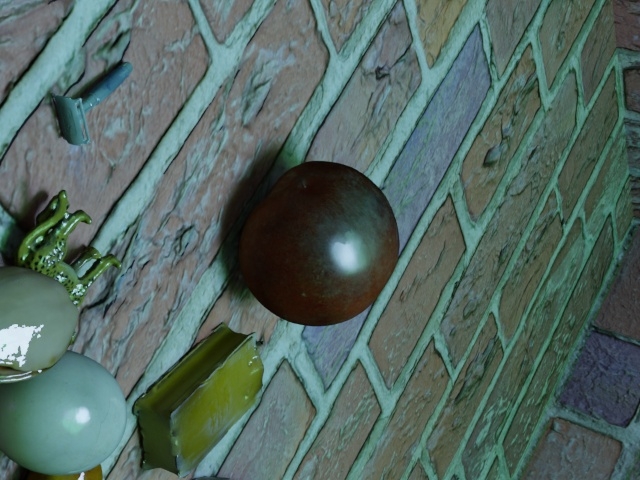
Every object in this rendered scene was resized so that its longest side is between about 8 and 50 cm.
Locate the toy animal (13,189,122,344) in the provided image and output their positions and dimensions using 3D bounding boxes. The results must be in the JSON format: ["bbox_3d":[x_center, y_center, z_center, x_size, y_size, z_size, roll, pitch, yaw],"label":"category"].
[{"bbox_3d":[-0.320,0.033,1.521,0.136,0.073,0.181,-52,150,-22],"label":"toy animal"}]

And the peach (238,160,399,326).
[{"bbox_3d":[0.000,0.000,1.928,0.252,0.252,0.252,-39,138,-47],"label":"peach"}]

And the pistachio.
[{"bbox_3d":[-0.362,0.096,1.399,0.215,0.144,0.144,-14,117,-53],"label":"pistachio"}]

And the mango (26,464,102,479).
[{"bbox_3d":[-0.339,0.338,1.646,0.165,0.089,0.115,-71,163,4],"label":"mango"}]

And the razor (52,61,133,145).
[{"bbox_3d":[-0.269,-0.179,1.536,0.135,0.040,0.068,-54,149,-44],"label":"razor"}]

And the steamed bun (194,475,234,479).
[{"bbox_3d":[-0.115,0.472,2.056,0.241,0.164,0.146,33,75,-61],"label":"steamed bun"}]

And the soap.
[{"bbox_3d":[-0.176,0.240,1.902,0.233,0.076,0.135,-41,138,-44],"label":"soap"}]

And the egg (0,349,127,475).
[{"bbox_3d":[-0.314,0.210,1.541,0.209,0.151,0.151,35,74,-62],"label":"egg"}]
